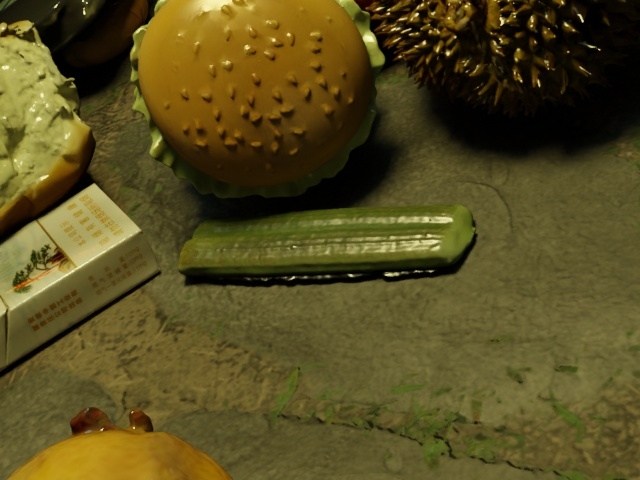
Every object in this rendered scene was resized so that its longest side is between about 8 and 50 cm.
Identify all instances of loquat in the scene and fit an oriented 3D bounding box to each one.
[{"bbox_3d":[-0.151,0.246,0.834,0.238,0.193,0.238,-23,48,29],"label":"loquat"}]

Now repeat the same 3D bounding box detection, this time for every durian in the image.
[{"bbox_3d":[0.210,-0.310,1.256,0.347,0.348,0.384,3,33,32],"label":"durian"}]

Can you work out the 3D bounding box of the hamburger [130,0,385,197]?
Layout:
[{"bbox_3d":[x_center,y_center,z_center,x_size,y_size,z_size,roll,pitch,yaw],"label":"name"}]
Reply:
[{"bbox_3d":[-0.069,-0.176,1.253,0.274,0.275,0.212,-24,14,-1],"label":"hamburger"}]

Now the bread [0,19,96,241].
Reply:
[{"bbox_3d":[-0.408,-0.108,1.394,0.279,0.225,0.250,-37,15,-12],"label":"bread"}]

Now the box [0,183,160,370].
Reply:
[{"bbox_3d":[-0.311,0.044,1.292,0.233,0.067,0.149,-33,34,-15],"label":"box"}]

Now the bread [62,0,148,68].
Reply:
[{"bbox_3d":[-0.319,-0.325,1.775,0.114,0.077,0.189,-18,33,45],"label":"bread"}]

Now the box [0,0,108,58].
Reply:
[{"bbox_3d":[-0.420,-0.340,1.757,0.350,0.091,0.359,-26,31,30],"label":"box"}]

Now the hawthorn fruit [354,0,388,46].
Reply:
[{"bbox_3d":[-0.011,-0.368,1.498,0.295,0.295,0.311,-18,34,7],"label":"hawthorn fruit"}]

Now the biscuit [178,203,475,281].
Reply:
[{"bbox_3d":[0.000,0.000,1.203,0.322,0.038,0.099,-3,37,27],"label":"biscuit"}]
